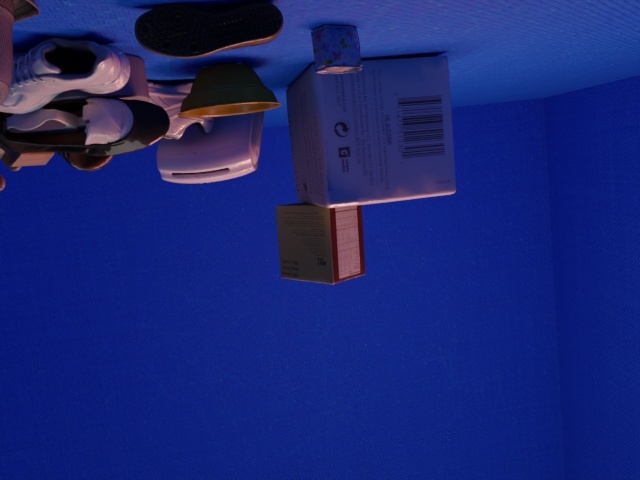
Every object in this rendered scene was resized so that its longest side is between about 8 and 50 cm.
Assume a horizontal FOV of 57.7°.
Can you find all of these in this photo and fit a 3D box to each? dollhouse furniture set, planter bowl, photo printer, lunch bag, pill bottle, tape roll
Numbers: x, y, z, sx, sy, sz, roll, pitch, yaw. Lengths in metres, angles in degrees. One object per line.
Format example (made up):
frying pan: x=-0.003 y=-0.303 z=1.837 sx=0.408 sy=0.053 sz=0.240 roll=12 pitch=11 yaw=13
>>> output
dollhouse furniture set: x=-0.763 y=-0.175 z=1.327 sx=0.242 sy=0.161 sz=0.212 roll=-42 pitch=178 yaw=17
planter bowl: x=-0.193 y=-0.315 z=1.208 sx=0.217 sy=0.090 sz=0.217 roll=-6 pitch=-173 yaw=1
photo printer: x=-0.277 y=-0.264 z=1.486 sx=0.256 sy=0.107 sz=0.307 roll=-5 pitch=-136 yaw=6
lunch bag: x=0.030 y=-0.315 z=0.965 sx=0.083 sy=0.071 sz=0.053 roll=-12 pitch=-172 yaw=-32
pill bottle: x=-0.572 y=-0.251 z=1.346 sx=0.123 sy=0.123 sz=0.219 roll=-13 pitch=-147 yaw=-40
tape roll: x=-0.417 y=-0.273 z=1.020 sx=0.219 sy=0.072 sz=0.219 roll=-6 pitch=-172 yaw=1

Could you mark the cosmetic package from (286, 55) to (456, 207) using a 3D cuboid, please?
cosmetic package: x=0.113 y=-0.268 z=1.499 sx=0.327 sy=0.329 sz=0.393 roll=-8 pitch=-173 yaw=-11

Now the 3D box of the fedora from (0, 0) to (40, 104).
fedora: x=-0.409 y=-0.184 z=0.571 sx=0.275 sy=0.124 sz=0.243 roll=-3 pitch=-172 yaw=23

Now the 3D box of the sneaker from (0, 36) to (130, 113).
sneaker: x=-0.406 y=-0.251 z=0.843 sx=0.232 sy=0.090 sz=0.115 roll=-16 pitch=-178 yaw=-2

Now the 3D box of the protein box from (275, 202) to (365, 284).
protein box: x=0.000 y=0.000 z=1.564 sx=0.200 sy=0.201 sz=0.136 roll=3 pitch=-170 yaw=42

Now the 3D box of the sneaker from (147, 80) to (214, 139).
sneaker: x=-0.368 y=-0.291 z=1.309 sx=0.297 sy=0.129 sz=0.111 roll=-9 pitch=-170 yaw=-27

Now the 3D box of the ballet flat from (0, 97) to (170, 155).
ballet flat: x=-0.392 y=-0.185 z=0.944 sx=0.280 sy=0.095 sz=0.096 roll=-7 pitch=176 yaw=-4

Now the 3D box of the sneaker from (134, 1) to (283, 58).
sneaker: x=-0.144 y=-0.270 z=0.762 sx=0.188 sy=0.066 sz=0.071 roll=-7 pitch=-171 yaw=-11
